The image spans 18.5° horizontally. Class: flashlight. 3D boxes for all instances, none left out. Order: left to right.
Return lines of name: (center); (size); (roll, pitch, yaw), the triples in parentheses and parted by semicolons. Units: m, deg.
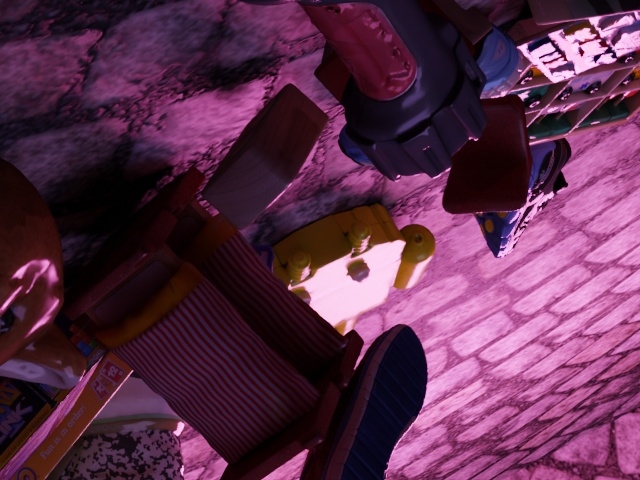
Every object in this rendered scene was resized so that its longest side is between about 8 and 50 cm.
flashlight: (0.009, -0.133, 1.188); (0.103, 0.103, 0.304); (-9, 150, 20)

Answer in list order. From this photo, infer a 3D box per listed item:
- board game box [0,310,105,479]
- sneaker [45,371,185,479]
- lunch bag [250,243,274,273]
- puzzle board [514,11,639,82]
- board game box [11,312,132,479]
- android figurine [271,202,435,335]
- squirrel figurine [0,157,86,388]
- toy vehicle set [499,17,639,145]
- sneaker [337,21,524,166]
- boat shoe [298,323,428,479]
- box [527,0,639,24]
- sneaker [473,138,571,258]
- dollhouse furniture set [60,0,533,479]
board game box: (-0.226, 0.136, 1.400); (0.141, 0.048, 0.170); (-48, 179, -25)
sneaker: (-0.290, 0.238, 1.663); (0.410, 0.182, 0.158); (-18, 160, 6)
lunch bag: (-0.116, 0.056, 1.644); (0.151, 0.096, 0.129); (-1, 158, -4)
puzzle board: (0.215, -0.156, 1.566); (0.096, 0.011, 0.128); (-21, 166, 16)
board game box: (-0.246, 0.162, 1.548); (0.124, 0.039, 0.259); (7, -124, 55)
android figurine: (-0.006, 0.049, 1.863); (0.248, 0.056, 0.273); (-24, 163, -17)
squirrel figurine: (-0.334, 0.070, 1.141); (0.370, 0.281, 0.397); (-30, 178, -18)
toy vehicle set: (0.225, -0.145, 1.728); (0.267, 0.035, 0.166); (-14, 157, -40)
sneaker: (0.078, -0.123, 1.548); (0.162, 0.063, 0.073); (-36, 144, 4)
boat shoe: (0.025, 0.137, 1.509); (0.066, 0.066, 0.183); (-12, -144, 38)
box: (0.308, -0.225, 1.381); (0.232, 0.058, 0.322); (-24, -171, -18)
sneaker: (0.199, -0.042, 1.915); (0.078, 0.067, 0.188); (-17, 156, -20)
dollhouse furniture set: (0.000, 0.000, 1.421); (0.374, 0.201, 0.152); (-40, -168, 29)
